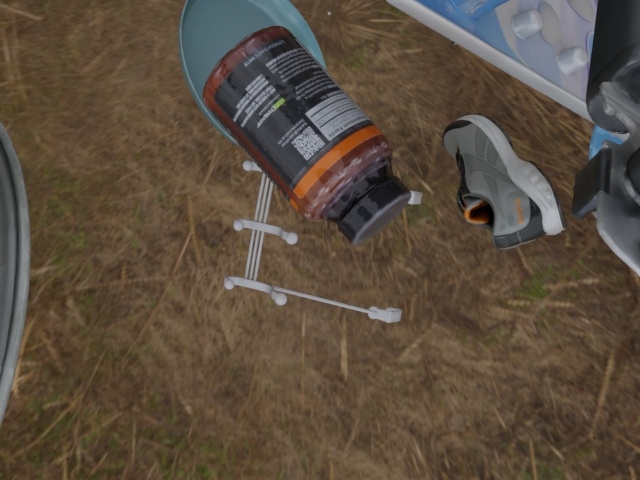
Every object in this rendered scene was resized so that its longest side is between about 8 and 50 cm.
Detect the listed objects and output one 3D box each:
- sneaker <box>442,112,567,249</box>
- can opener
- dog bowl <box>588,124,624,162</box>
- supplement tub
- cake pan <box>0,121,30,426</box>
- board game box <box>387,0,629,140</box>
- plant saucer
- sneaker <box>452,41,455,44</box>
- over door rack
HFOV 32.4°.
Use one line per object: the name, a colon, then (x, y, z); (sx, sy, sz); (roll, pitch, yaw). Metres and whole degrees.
sneaker: (0.219, -0.082, 1.467); (0.108, 0.271, 0.100); (-27, 127, -4)
can opener: (0.161, -0.072, 0.469); (0.074, 0.280, 0.093); (32, 128, -10)
dog bowl: (0.405, -0.151, 1.171); (0.166, 0.074, 0.297); (38, 82, -36)
supplement tub: (-0.009, -0.090, 0.984); (0.106, 0.106, 0.198); (-42, 79, 8)
cake pan: (-0.237, 0.057, 0.478); (0.054, 0.293, 0.293); (28, 103, -44)
board game box: (0.195, -0.256, 0.744); (0.390, 0.050, 0.389); (21, 60, -36)
plant saucer: (-0.111, -0.279, 1.776); (0.044, 0.317, 0.317); (-18, 104, 42)
sneaker: (0.186, -0.252, 1.067); (0.235, 0.094, 0.153); (13, 122, -6)
over door rack: (0.000, 0.000, 1.928); (0.324, 0.108, 0.239); (11, 98, 7)
